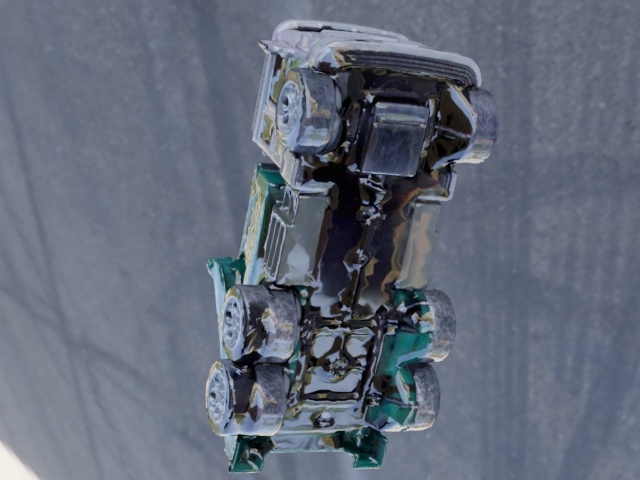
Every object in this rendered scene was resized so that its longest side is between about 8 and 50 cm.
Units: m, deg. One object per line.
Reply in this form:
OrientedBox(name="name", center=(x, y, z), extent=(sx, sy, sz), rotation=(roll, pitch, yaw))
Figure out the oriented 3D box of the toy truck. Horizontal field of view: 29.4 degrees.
OrientedBox(name="toy truck", center=(0.000, 0.000, 0.598), extent=(0.116, 0.110, 0.216), rotation=(-134, 51, -58))
